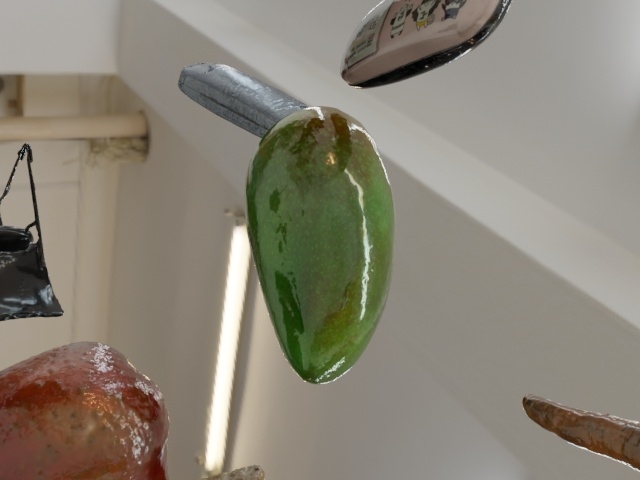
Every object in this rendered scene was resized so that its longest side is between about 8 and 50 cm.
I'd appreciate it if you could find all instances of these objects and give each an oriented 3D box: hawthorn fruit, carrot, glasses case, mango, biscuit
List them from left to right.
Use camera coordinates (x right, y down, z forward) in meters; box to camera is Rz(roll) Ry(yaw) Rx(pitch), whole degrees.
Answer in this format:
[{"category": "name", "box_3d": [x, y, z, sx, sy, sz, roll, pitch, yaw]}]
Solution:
[{"category": "hawthorn fruit", "box_3d": [-0.332, 0.267, 1.072, 0.275, 0.300, 0.275, 168, -90, -81]}, {"category": "biscuit", "box_3d": [-0.180, 0.344, 1.145, 0.247, 0.118, 0.029, -21, -80, 28]}, {"category": "glasses case", "box_3d": [-0.117, -0.229, 1.442, 0.282, 0.109, 0.067, 29, -57, 26]}, {"category": "mango", "box_3d": [0.000, 0.000, 1.156, 0.225, 0.201, 0.381, 72, 17, -73]}, {"category": "glasses case", "box_3d": [0.123, -0.266, 1.078, 0.314, 0.075, 0.122, -5, -123, 61]}, {"category": "carrot", "box_3d": [0.262, 0.180, 0.809, 0.191, 0.047, 0.047, 9, -78, 53]}]

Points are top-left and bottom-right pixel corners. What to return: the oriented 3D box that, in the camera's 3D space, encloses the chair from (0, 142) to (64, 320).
[{"category": "chair", "box_3d": [-0.380, 0.017, 0.955, 0.145, 0.140, 0.221, -46, -121, 45]}]
